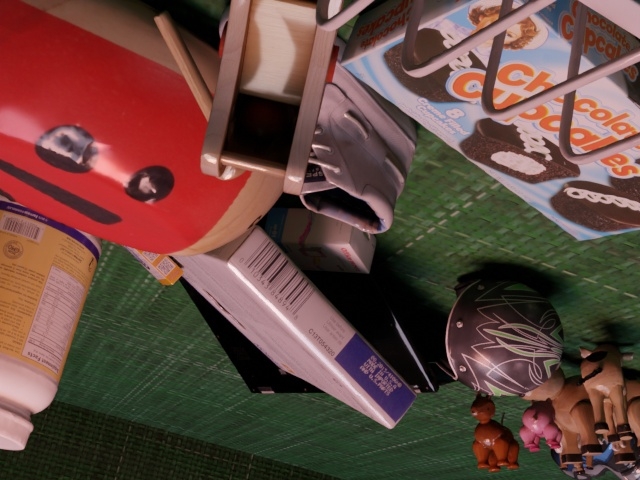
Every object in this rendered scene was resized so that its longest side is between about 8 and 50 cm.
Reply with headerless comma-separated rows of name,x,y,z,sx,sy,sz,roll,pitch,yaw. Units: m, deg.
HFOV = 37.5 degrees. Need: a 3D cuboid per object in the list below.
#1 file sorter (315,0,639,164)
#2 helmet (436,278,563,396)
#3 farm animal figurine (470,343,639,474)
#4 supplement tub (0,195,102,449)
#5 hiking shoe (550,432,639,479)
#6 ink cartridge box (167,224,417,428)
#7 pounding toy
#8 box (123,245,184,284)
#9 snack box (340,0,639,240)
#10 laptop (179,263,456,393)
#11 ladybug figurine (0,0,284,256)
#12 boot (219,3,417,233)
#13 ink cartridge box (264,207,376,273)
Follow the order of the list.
file sorter,0.108,-0.187,0.532,0.277,0.193,0.173,23,158,-23
helmet,0.235,0.127,1.240,0.169,0.170,0.161,17,173,-10
farm animal figurine,0.396,0.244,1.449,0.326,0.172,0.330,11,153,-30
supplement tub,-0.467,0.108,1.341,0.240,0.332,0.241,11,158,5
hiking shoe,0.519,0.377,1.793,0.132,0.113,0.304,47,159,-3
ink cartridge box,-0.064,0.091,1.266,0.324,0.071,0.330,47,166,-25
pounding toy,-0.067,-0.133,0.709,0.154,0.154,0.270,13,131,-1
box,-0.253,0.007,1.314,0.136,0.028,0.081,47,165,-11
snack box,0.197,-0.109,0.795,0.321,0.060,0.187,31,154,-28
laptop,0.053,0.126,1.520,0.381,0.236,0.408,-9,121,41
ladybug figurine,-0.226,-0.112,0.917,0.449,0.162,0.305,28,153,-33
boot,-0.002,-0.103,0.870,0.095,0.124,0.258,-10,148,43
ink cartridge box,0.000,0.000,1.205,0.122,0.052,0.088,1,155,23
